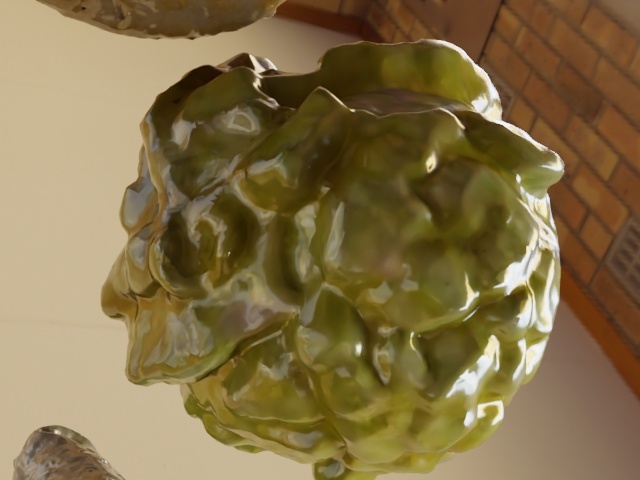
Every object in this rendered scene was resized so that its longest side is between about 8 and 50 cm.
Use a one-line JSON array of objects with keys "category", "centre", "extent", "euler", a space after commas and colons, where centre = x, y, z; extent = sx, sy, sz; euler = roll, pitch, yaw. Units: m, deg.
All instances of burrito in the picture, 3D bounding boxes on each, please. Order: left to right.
[{"category": "burrito", "centre": [-0.107, 0.163, 0.509], "extent": [0.082, 0.059, 0.275], "euler": [24, 176, -33]}]

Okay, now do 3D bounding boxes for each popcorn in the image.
[{"category": "popcorn", "centre": [0.000, 0.000, 0.504], "extent": [0.212, 0.259, 0.259], "euler": [7, -146, -35]}]

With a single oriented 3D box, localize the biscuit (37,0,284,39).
[{"category": "biscuit", "centre": [-0.078, -0.187, 0.447], "extent": [0.220, 0.220, 0.033], "euler": [7, -141, -16]}]
